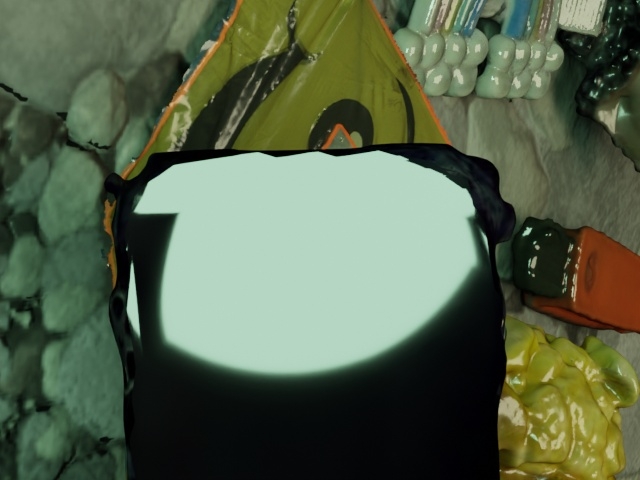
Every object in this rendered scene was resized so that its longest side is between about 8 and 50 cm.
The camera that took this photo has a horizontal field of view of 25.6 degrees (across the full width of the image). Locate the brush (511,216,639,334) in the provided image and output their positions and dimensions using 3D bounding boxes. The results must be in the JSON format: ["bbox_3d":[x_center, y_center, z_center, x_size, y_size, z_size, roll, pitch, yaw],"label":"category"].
[{"bbox_3d":[0.231,0.042,1.157,0.323,0.051,0.070,23,73,-53],"label":"brush"}]

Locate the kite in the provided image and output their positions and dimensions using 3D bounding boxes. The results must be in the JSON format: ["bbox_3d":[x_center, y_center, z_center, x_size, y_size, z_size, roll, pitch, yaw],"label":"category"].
[{"bbox_3d":[-0.002,0.000,0.815,0.327,0.013,0.378,-22,118,-49],"label":"kite"}]

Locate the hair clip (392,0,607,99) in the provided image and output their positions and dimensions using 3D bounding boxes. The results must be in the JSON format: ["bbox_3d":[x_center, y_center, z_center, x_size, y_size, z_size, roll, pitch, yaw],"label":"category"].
[{"bbox_3d":[0.119,-0.161,0.935,0.220,0.054,0.140,-7,117,-51],"label":"hair clip"}]

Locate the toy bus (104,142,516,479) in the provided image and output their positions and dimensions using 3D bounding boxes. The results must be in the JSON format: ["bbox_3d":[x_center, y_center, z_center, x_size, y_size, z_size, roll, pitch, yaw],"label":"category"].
[{"bbox_3d":[0.000,0.155,0.637,0.162,0.171,0.386,127,-39,-89],"label":"toy bus"}]

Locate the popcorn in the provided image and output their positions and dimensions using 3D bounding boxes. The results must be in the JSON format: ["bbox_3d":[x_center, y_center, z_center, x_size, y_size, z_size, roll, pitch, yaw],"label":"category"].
[{"bbox_3d":[0.131,0.138,0.961,0.163,0.140,0.194,-35,117,-36],"label":"popcorn"}]

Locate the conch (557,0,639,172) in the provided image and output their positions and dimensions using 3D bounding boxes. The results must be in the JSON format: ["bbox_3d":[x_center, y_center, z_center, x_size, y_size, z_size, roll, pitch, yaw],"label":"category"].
[{"bbox_3d":[0.304,-0.170,1.037,0.186,0.240,0.313,-25,133,-35],"label":"conch"}]
